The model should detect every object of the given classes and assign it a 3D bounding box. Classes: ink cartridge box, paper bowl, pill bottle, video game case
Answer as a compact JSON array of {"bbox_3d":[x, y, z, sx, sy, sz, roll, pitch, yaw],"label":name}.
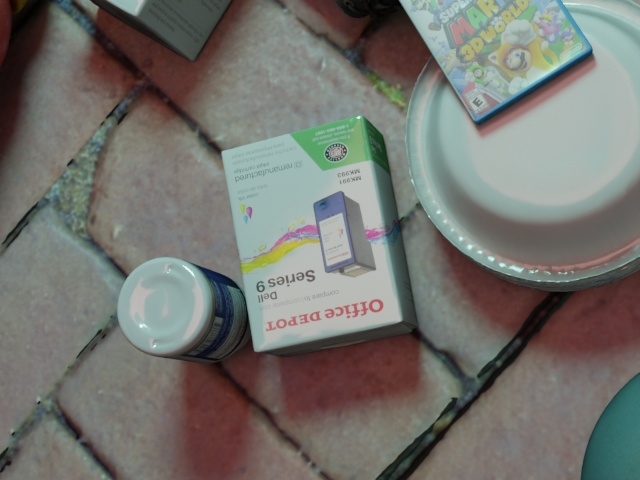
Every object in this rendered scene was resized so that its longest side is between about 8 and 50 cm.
[{"bbox_3d":[0.000,0.000,1.107,0.154,0.093,0.213,-12,80,14],"label":"ink cartridge box"},{"bbox_3d":[0.219,-0.099,1.031,0.284,0.148,0.284,-3,81,17],"label":"paper bowl"},{"bbox_3d":[-0.124,0.073,1.090,0.094,0.169,0.094,-3,80,15],"label":"pill bottle"},{"bbox_3d":[0.147,-0.203,0.979,0.119,0.015,0.166,-32,77,11],"label":"video game case"}]

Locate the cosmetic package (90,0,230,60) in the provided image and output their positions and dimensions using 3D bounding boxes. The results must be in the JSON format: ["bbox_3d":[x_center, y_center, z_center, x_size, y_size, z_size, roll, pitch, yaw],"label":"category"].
[{"bbox_3d":[-0.173,-0.323,1.179,0.151,0.151,0.184,32,90,19],"label":"cosmetic package"}]

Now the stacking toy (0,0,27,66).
[{"bbox_3d":[-0.423,-0.306,1.210,0.350,0.351,0.480,32,74,19],"label":"stacking toy"}]

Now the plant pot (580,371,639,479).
[{"bbox_3d":[0.359,0.223,0.911,0.290,0.195,0.290,-2,81,16],"label":"plant pot"}]

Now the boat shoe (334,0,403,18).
[{"bbox_3d":[0.051,-0.269,1.116,0.285,0.102,0.092,40,114,38],"label":"boat shoe"}]
